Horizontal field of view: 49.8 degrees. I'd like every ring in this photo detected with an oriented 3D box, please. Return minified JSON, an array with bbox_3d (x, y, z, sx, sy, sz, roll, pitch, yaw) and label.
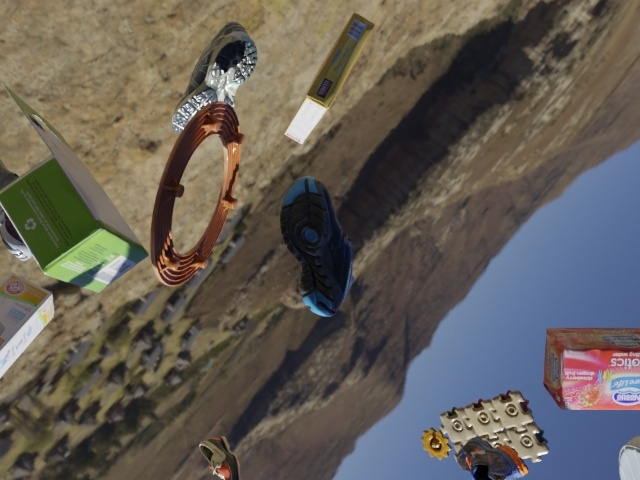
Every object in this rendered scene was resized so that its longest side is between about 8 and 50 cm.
[{"bbox_3d":[-0.203,-0.077,1.210,0.336,0.032,0.336,17,90,-79],"label":"ring"}]

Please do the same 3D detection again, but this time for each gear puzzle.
[{"bbox_3d":[0.393,0.482,1.703,0.339,0.175,0.044,-30,173,38],"label":"gear puzzle"}]

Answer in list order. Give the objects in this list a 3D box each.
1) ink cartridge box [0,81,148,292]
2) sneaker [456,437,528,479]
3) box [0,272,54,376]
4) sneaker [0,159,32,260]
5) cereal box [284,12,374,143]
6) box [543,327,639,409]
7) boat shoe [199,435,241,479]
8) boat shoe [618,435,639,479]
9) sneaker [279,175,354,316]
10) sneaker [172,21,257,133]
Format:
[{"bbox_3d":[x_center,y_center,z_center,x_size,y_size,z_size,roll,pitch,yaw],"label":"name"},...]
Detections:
[{"bbox_3d":[-0.372,-0.066,0.965,0.097,0.255,0.189,-37,168,-4],"label":"ink cartridge box"},{"bbox_3d":[0.353,0.489,1.504,0.087,0.083,0.221,-28,176,-22],"label":"sneaker"},{"bbox_3d":[-0.714,0.191,1.560,0.203,0.114,0.103,-59,174,-41],"label":"box"},{"bbox_3d":[-0.513,-0.072,1.197,0.098,0.223,0.083,-30,155,-4],"label":"sneaker"},{"bbox_3d":[0.010,-0.280,1.227,0.173,0.047,0.240,-62,-173,-10],"label":"cereal box"},{"bbox_3d":[0.579,0.248,1.342,0.122,0.257,0.128,-85,175,-77],"label":"box"},{"bbox_3d":[-0.163,0.366,1.133,0.137,0.043,0.049,-148,-120,-62],"label":"boat shoe"},{"bbox_3d":[0.519,0.389,0.986,0.094,0.302,0.109,-32,-162,-15],"label":"boat shoe"},{"bbox_3d":[0.000,0.000,1.564,0.139,0.125,0.341,-44,135,-46],"label":"sneaker"},{"bbox_3d":[-0.226,-0.339,1.471,0.283,0.110,0.122,-46,-139,31],"label":"sneaker"}]
